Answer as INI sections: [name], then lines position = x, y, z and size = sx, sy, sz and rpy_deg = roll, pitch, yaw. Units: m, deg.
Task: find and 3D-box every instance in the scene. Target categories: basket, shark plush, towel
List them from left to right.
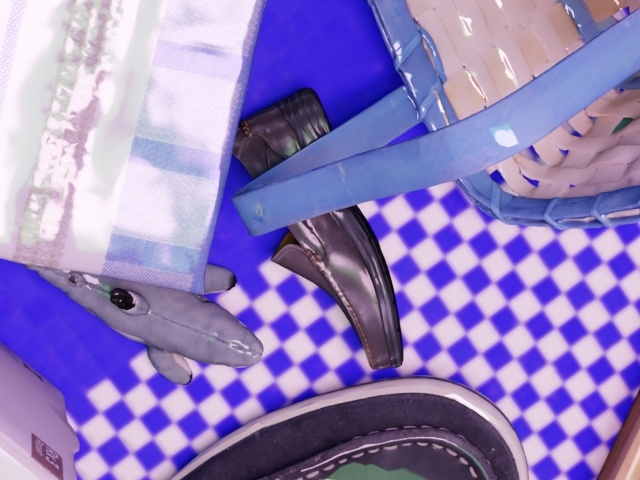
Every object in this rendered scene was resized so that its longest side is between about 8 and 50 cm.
[towel]
position = -0.176, -0.094, 1.018
size = 0.285, 0.034, 0.209
rpy_deg = 12, 96, -14
[shark plush]
position = -0.106, 0.024, 1.085
size = 0.161, 0.067, 0.073
rpy_deg = 36, 92, -14
[basket]
position = 0.113, -0.094, 0.991
size = 0.289, 0.255, 0.201
rpy_deg = -29, 99, -28

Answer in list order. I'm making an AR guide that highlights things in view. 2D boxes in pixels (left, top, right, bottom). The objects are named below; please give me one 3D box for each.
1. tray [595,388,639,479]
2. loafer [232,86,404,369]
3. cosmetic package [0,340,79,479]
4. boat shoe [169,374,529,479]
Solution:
[tray]
position = 0.387, 0.166, 1.149
size = 0.411, 0.076, 0.202
rpy_deg = 25, 95, 2
[loafer]
position = 0.000, 0.000, 1.109
size = 0.061, 0.062, 0.170
rpy_deg = -22, 93, 3
[cosmetic package]
position = -0.304, 0.203, 1.007
size = 0.156, 0.217, 0.385
rpy_deg = 40, 89, -14
[boat shoe]
position = -0.091, 0.251, 1.083
size = 0.500, 0.156, 0.186
rpy_deg = -30, 101, -5
